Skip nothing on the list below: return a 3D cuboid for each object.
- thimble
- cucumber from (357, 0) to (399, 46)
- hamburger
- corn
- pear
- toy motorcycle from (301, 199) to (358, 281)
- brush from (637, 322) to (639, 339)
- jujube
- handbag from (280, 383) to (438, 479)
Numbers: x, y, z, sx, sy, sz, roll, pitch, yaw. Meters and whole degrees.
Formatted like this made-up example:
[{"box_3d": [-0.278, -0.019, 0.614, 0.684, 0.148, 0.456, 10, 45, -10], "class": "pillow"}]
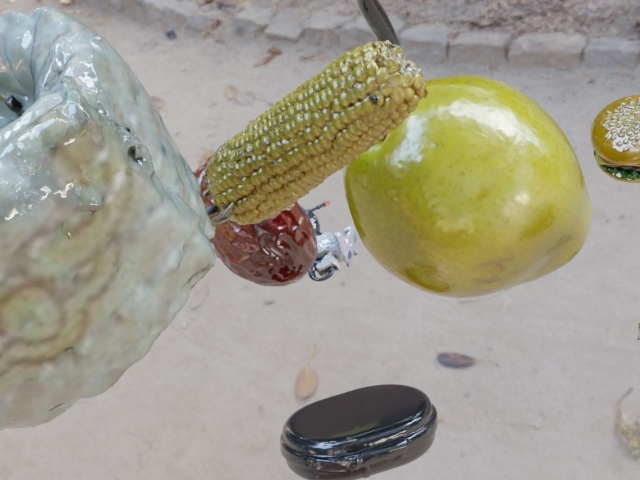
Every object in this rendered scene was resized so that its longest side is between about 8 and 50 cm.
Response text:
[{"box_3d": [-0.227, -0.015, 0.522, 0.291, 0.195, 0.291, -13, 48, 15], "class": "thimble"}, {"box_3d": [0.138, -0.481, 1.633, 0.056, 0.284, 0.056, -11, 59, 18], "class": "cucumber"}, {"box_3d": [0.579, -0.186, 1.317, 0.162, 0.115, 0.162, -12, 61, 23], "class": "hamburger"}, {"box_3d": [-0.018, -0.105, 0.729, 0.293, 0.106, 0.106, -33, 25, 40], "class": "corn"}, {"box_3d": [0.238, -0.082, 1.186, 0.362, 0.418, 0.362, -45, 31, 37], "class": "pear"}, {"box_3d": [0.000, 0.000, 1.633, 0.150, 0.102, 0.221, -34, 45, -9], "class": "toy motorcycle"}, {"box_3d": [0.694, 0.143, 1.461, 0.082, 0.010, 0.218, -12, 18, 31], "class": "brush"}, {"box_3d": [-0.135, -0.035, 1.376, 0.197, 0.290, 0.197, -46, 10, 10], "class": "jujube"}, {"box_3d": [0.076, 0.366, 1.364, 0.308, 0.093, 0.254, -13, 10, -17], "class": "handbag"}]
